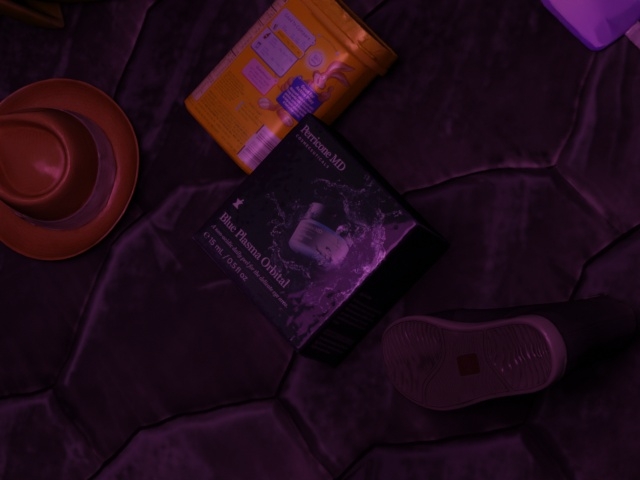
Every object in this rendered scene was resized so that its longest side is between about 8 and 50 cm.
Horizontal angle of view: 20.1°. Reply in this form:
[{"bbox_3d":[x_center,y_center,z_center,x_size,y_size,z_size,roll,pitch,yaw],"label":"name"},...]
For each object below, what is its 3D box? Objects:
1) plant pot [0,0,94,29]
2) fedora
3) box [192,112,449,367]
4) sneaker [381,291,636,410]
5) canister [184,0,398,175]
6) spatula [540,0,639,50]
[{"bbox_3d":[-0.274,-0.341,1.735,0.207,0.228,0.227,-26,70,24],"label":"plant pot"},{"bbox_3d":[-0.272,-0.076,1.751,0.194,0.079,0.194,-5,76,22],"label":"fedora"},{"bbox_3d":[0.000,0.000,1.614,0.158,0.093,0.156,-47,66,6],"label":"box"},{"bbox_3d":[0.158,0.093,1.544,0.222,0.118,0.083,-4,97,50],"label":"sneaker"},{"bbox_3d":[-0.030,-0.149,1.669,0.170,0.073,0.126,-47,66,9],"label":"canister"},{"bbox_3d":[0.300,-0.149,1.553,0.084,0.030,0.296,-44,67,10],"label":"spatula"}]
